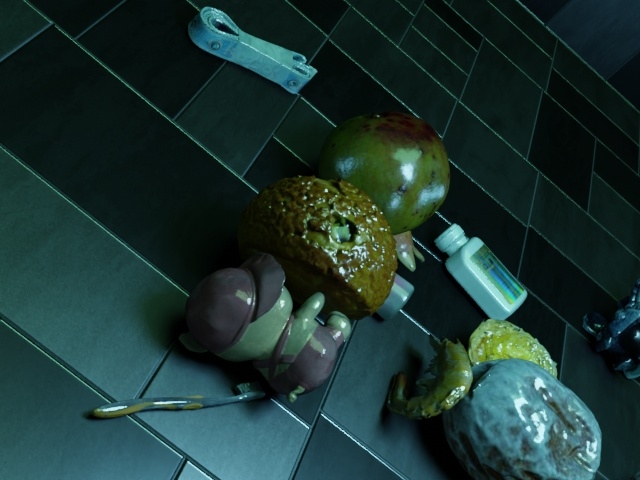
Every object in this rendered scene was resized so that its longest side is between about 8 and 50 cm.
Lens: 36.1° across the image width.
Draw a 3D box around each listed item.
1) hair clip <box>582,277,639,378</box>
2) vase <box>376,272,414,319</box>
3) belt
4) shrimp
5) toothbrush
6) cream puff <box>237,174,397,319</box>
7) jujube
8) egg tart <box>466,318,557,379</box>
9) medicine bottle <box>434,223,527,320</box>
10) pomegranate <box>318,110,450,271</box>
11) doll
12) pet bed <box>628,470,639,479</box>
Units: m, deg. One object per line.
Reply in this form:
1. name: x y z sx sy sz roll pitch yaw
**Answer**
1. hair clip: 0.759 0.201 2.347 0.194 0.206 0.310 46 40 9
2. vase: 0.075 0.057 1.902 0.214 0.086 0.086 40 36 -1
3. belt: -0.145 -0.414 2.138 0.302 0.072 0.087 22 44 -30
4. shrimp: 0.194 0.252 1.779 0.058 0.173 0.253 59 4 -15
5. toothbrush: -0.205 0.243 1.480 0.321 0.023 0.031 -1 49 -47
6. cream puff: 0.000 0.000 1.689 0.303 0.303 0.212 34 74 -17
7. jujube: 0.371 0.358 1.784 0.308 0.215 0.246 52 53 -4
8. egg tart: 0.377 0.274 1.985 0.252 0.098 0.231 8 57 -36
9. medicine bottle: 0.348 0.067 2.162 0.229 0.083 0.121 48 38 5
10. pomegranate: 0.121 -0.110 2.007 0.291 0.323 0.290 4 38 -3
11. doll: -0.089 0.134 1.565 0.256 0.196 0.152 34 -4 -17
12. pet bed: 0.708 0.567 1.994 0.183 0.159 0.211 37 25 34
